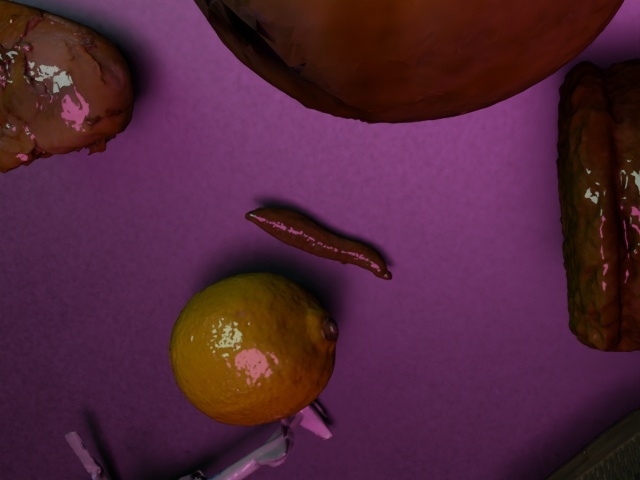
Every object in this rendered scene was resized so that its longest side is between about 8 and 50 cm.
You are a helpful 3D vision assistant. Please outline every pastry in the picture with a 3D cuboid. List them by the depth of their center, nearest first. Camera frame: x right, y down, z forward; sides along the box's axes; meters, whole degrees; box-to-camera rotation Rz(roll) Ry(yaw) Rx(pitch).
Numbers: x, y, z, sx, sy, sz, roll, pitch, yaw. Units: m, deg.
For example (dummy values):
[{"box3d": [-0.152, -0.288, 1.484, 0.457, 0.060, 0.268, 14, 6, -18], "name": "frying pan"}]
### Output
[{"box3d": [0.195, -0.019, 0.561, 0.103, 0.189, 0.189, -4, 111, 12], "name": "pastry"}]

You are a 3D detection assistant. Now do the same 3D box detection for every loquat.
[{"box3d": [0.046, -0.192, 0.496, 0.263, 0.263, 0.263, 3, 112, 7], "name": "loquat"}]

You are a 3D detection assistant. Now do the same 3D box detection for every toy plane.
[{"box3d": [-0.112, 0.224, 0.746, 0.273, 0.107, 0.182, -17, 113, 10], "name": "toy plane"}]

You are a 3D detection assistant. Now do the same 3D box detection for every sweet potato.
[{"box3d": [0.000, 0.000, 0.685, 0.115, 0.026, 0.026, 21, 113, -6], "name": "sweet potato"}]

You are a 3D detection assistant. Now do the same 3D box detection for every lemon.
[{"box3d": [-0.046, 0.076, 0.676, 0.133, 0.109, 0.109, -22, 107, 25], "name": "lemon"}]

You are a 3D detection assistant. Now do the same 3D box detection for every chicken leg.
[{"box3d": [-0.221, -0.118, 0.645, 0.207, 0.085, 0.101, 27, 124, 6], "name": "chicken leg"}]

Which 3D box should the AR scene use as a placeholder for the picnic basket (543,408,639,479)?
[{"box3d": [0.272, 0.272, 0.689, 0.266, 0.139, 0.165, 41, 111, -8], "name": "picnic basket"}]
